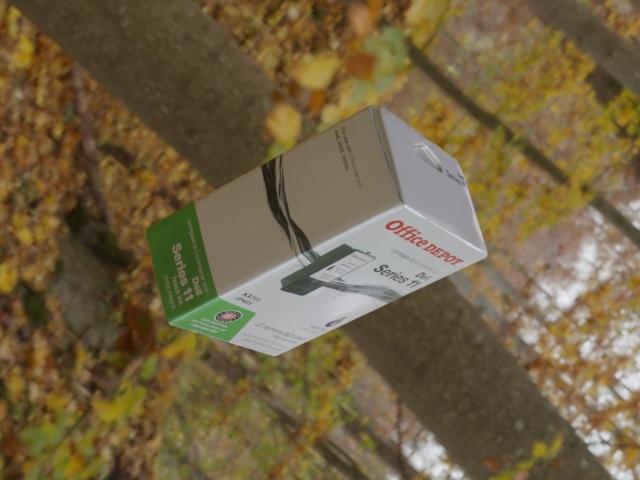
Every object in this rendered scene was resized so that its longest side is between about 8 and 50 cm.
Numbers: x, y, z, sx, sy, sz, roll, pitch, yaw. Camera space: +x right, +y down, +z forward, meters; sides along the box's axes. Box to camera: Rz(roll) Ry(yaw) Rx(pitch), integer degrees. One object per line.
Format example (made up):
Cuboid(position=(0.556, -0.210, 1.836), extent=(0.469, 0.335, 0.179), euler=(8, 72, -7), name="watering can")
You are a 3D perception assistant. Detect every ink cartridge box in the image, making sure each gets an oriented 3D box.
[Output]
Cuboid(position=(0.000, 0.000, 0.918), extent=(0.208, 0.087, 0.153), euler=(-27, 153, 23), name="ink cartridge box")
